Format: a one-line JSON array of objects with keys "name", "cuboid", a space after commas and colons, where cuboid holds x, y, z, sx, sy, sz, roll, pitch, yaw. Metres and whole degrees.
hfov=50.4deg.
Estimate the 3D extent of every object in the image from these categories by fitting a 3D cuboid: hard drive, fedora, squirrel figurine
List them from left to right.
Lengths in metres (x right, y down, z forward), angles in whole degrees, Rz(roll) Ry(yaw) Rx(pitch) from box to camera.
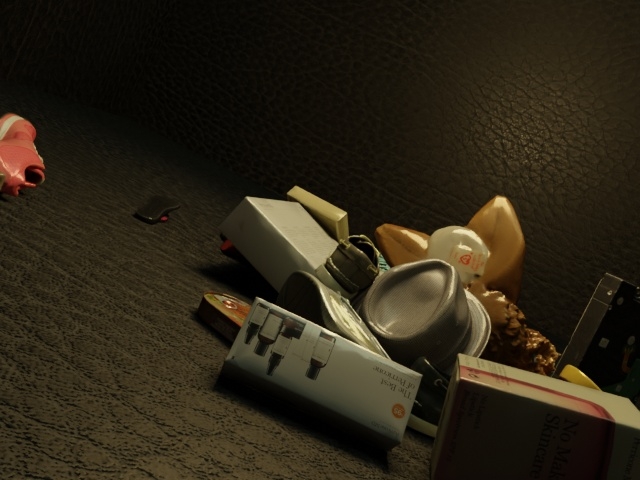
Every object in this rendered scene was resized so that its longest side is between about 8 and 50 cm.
[{"name": "fedora", "cuboid": [0.163, 0.119, 1.161, 0.243, 0.275, 0.124, 39, -29, 34]}, {"name": "squirrel figurine", "cuboid": [0.316, 0.161, 1.437, 0.370, 0.281, 0.397, 73, -3, -56]}, {"name": "hard drive", "cuboid": [0.682, 0.268, 1.593, 0.236, 0.339, 0.064, 21, 6, -25]}]

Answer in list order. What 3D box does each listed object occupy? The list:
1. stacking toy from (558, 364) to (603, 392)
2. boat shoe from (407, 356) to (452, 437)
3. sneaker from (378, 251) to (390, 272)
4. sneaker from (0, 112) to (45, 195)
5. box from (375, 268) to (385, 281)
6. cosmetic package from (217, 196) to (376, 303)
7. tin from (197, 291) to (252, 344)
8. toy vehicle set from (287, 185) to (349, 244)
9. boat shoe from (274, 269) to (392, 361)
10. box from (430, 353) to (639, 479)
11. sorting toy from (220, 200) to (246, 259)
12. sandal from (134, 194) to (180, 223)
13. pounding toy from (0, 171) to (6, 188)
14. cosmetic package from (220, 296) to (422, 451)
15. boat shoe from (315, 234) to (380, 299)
[{"name": "stacking toy", "cuboid": [0.540, 0.407, 1.240, 0.279, 0.130, 0.309, 51, -3, -28]}, {"name": "boat shoe", "cuboid": [0.263, 0.265, 1.068, 0.340, 0.113, 0.127, 24, 7, -16]}, {"name": "sneaker", "cuboid": [0.167, 0.094, 1.939, 0.110, 0.122, 0.283, 23, 7, -12]}, {"name": "sneaker", "cuboid": [-0.579, -0.146, 1.274, 0.136, 0.116, 0.314, 34, 11, -16]}, {"name": "box", "cuboid": [0.120, 0.118, 1.688, 0.087, 0.102, 0.101, 32, 8, 30]}, {"name": "cosmetic package", "cuboid": [-0.030, 0.041, 1.450, 0.284, 0.097, 0.377, 48, 11, 9]}, {"name": "tin", "cuboid": [-0.111, 0.135, 1.038, 0.189, 0.040, 0.106, 31, 5, 36]}, {"name": "toy vehicle set", "cuboid": [0.000, 0.000, 1.722, 0.166, 0.035, 0.267, 30, -33, 29]}, {"name": "boat shoe", "cuboid": [0.023, 0.156, 1.063, 0.103, 0.118, 0.320, 28, 8, -37]}, {"name": "box", "cuboid": [0.267, 0.254, 0.853, 0.232, 0.149, 0.127, 14, 7, 9]}, {"name": "sorting toy", "cuboid": [-0.166, -0.009, 1.722, 0.126, 0.127, 0.365, 48, 3, -16]}, {"name": "sandal", "cuboid": [-0.381, -0.065, 1.578, 0.067, 0.040, 0.179, 21, 21, 5]}, {"name": "pounding toy", "cuboid": [-0.486, -0.075, 0.876, 0.141, 0.130, 0.100, 27, 7, 17]}, {"name": "cosmetic package", "cuboid": [0.002, 0.171, 0.868, 0.239, 0.099, 0.060, 25, -28, -1]}, {"name": "boat shoe", "cuboid": [0.070, 0.043, 1.312, 0.109, 0.091, 0.305, 46, 11, 4]}]
